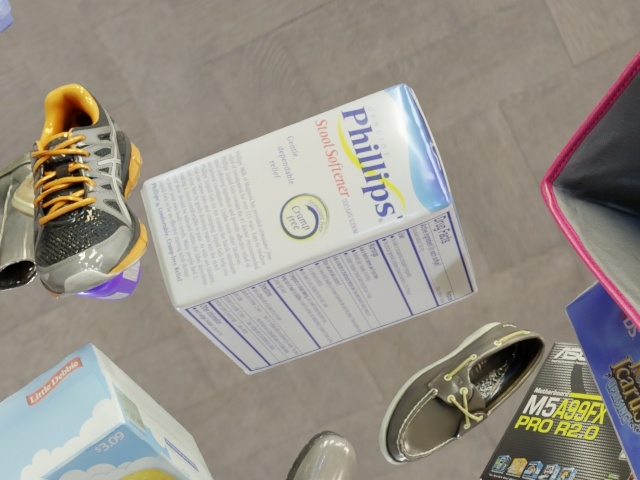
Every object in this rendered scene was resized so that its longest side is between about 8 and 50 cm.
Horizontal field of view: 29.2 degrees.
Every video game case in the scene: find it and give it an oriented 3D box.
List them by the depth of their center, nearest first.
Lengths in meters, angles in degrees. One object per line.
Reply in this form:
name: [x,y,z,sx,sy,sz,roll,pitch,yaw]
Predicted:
video game case: [0.303,0.173,0.878,0.061,0.269,0.244,-41,117,20]

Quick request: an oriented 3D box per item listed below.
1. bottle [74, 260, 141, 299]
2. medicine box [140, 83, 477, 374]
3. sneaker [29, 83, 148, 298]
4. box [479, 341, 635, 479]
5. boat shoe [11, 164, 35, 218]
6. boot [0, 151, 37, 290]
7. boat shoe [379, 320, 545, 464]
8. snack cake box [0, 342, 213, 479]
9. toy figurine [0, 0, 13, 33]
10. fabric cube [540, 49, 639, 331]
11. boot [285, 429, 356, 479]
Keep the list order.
bottle: [-0.334,0.043,1.870,0.118,0.283,0.092,10,86,3]
medicine box: [0.000,0.000,1.293,0.289,0.263,0.149,-21,67,4]
sneaker: [-0.180,-0.037,0.901,0.084,0.215,0.083,-21,125,4]
box: [0.340,0.228,1.457,0.060,0.270,0.216,43,68,-25]
boat shoe: [-0.348,-0.089,1.714,0.105,0.285,0.089,23,106,-2]
boot: [-0.481,-0.015,1.905,0.076,0.208,0.190,14,147,-34]
boat shoe: [0.158,0.167,1.361,0.228,0.069,0.081,-39,110,-28]
snack cake box: [-0.223,0.211,0.900,0.264,0.089,0.152,-35,137,2]
toy figurine: [-0.301,-0.150,0.744,0.217,0.362,0.191,8,126,21]
fabric cube: [0.357,-0.026,0.814,0.258,0.254,0.259,13,123,-38]
boot: [0.021,0.462,1.849,0.118,0.223,0.338,24,77,-27]
